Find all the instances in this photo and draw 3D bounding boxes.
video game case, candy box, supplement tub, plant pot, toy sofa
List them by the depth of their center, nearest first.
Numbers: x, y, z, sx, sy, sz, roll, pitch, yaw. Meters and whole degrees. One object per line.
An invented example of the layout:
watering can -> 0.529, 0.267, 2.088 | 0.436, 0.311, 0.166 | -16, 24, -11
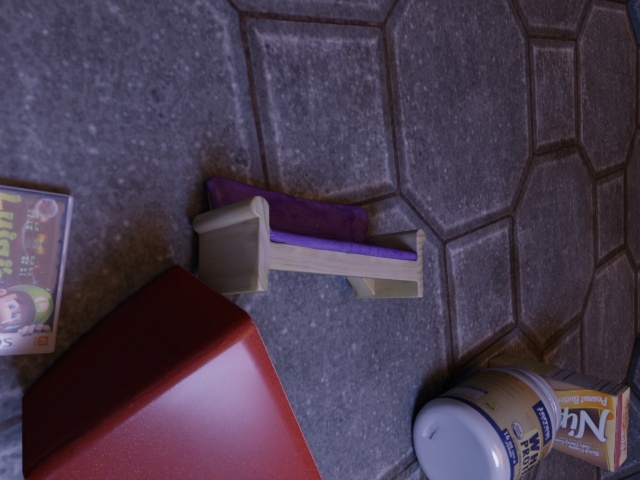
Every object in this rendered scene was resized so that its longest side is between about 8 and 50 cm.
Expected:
video game case -> -0.373, 0.031, 0.520 | 0.173, 0.022, 0.191 | 7, 89, -42
plant pot -> -0.185, 0.221, 0.564 | 0.235, 0.267, 0.268 | -30, 113, -24
toy sofa -> 0.000, 0.000, 0.741 | 0.362, 0.150, 0.177 | 8, 78, -43
supplement tub -> 0.388, 0.427, 1.095 | 0.316, 0.228, 0.229 | -11, 101, -40
candy box -> 0.588, 0.418, 1.213 | 0.087, 0.316, 0.183 | -10, 101, -40
